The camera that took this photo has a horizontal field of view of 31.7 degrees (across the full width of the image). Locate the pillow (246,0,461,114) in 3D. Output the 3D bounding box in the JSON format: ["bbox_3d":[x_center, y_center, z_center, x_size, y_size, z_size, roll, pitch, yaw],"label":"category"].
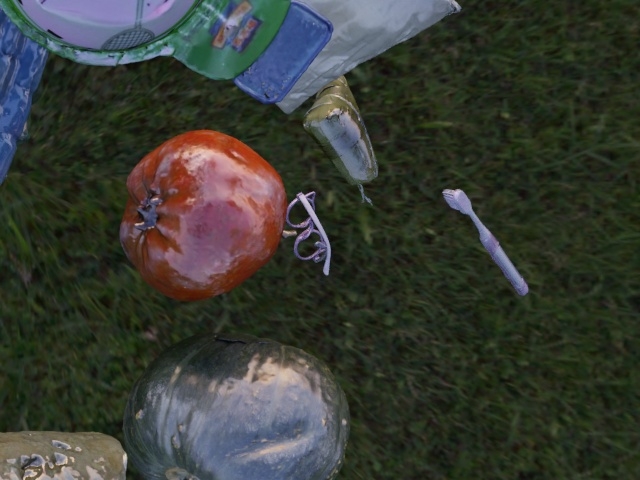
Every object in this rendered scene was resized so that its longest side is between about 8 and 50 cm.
[{"bbox_3d":[0.005,-0.230,1.135,0.230,0.050,0.148,-26,123,30],"label":"pillow"}]

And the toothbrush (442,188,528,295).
[{"bbox_3d":[0.267,0.006,1.792,0.024,0.029,0.354,-62,144,-13],"label":"toothbrush"}]

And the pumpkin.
[{"bbox_3d":[-0.116,0.275,1.670,0.328,0.291,0.257,19,60,15],"label":"pumpkin"}]

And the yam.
[{"bbox_3d":[-0.243,0.204,0.887,0.194,0.107,0.107,6,92,-47],"label":"yam"}]

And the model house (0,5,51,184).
[{"bbox_3d":[-0.473,-0.220,1.285,0.400,0.445,0.394,14,83,-8],"label":"model house"}]

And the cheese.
[{"bbox_3d":[-0.126,-0.213,0.905,0.320,0.083,0.204,28,109,-34],"label":"cheese"}]

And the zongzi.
[{"bbox_3d":[0.048,-0.133,1.439,0.062,0.130,0.154,-24,118,30],"label":"zongzi"}]

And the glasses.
[{"bbox_3d":[0.000,0.000,1.800,0.063,0.104,0.139,-28,128,-19],"label":"glasses"}]

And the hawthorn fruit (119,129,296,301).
[{"bbox_3d":[-0.141,-0.031,1.608,0.272,0.242,0.241,2,93,-42],"label":"hawthorn fruit"}]
